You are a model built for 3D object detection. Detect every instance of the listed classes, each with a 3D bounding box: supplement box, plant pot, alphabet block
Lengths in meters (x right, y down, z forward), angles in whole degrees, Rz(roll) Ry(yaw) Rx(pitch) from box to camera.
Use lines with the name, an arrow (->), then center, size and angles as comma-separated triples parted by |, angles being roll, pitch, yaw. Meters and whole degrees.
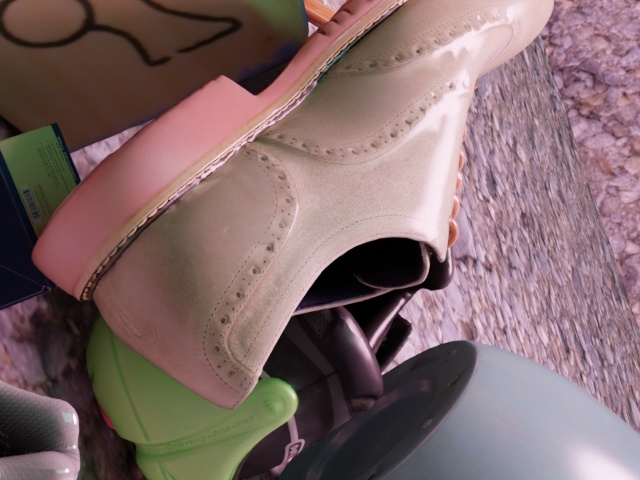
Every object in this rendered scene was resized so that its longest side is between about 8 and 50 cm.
supplement box -> -0.166, -0.011, 0.912 | 0.083, 0.056, 0.083 | 68, 19, -5
plant pot -> 0.102, 0.209, 1.106 | 0.235, 0.293, 0.293 | 49, 22, -10
alphabet block -> -0.140, -0.195, 0.977 | 0.197, 0.192, 0.193 | 43, 29, -55

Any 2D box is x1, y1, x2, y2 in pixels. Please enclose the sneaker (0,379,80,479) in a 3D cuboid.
sneaker -> -0.206, 0.028, 0.671 | 0.292, 0.118, 0.110 | 52, 27, -38

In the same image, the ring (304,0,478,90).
ring -> -0.030, -0.196, 1.284 | 0.336, 0.032, 0.336 | 30, 14, -8

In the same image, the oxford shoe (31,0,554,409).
oxford shoe -> 0.024, -0.043, 0.945 | 0.146, 0.140, 0.397 | 47, 54, 7

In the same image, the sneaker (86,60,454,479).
sneaker -> 0.000, 0.000, 1.135 | 0.185, 0.202, 0.483 | 62, 20, -26
